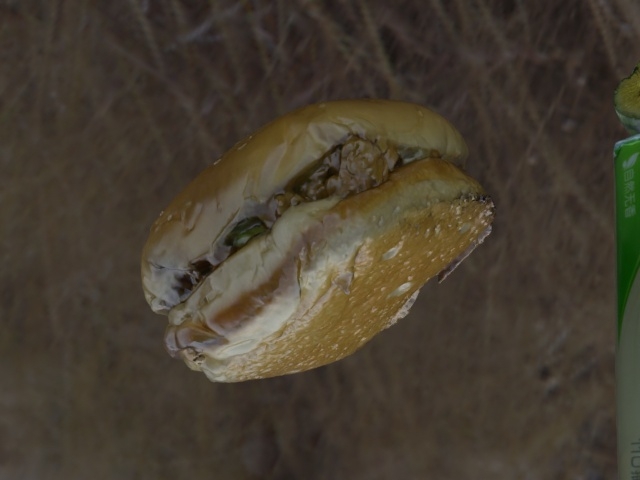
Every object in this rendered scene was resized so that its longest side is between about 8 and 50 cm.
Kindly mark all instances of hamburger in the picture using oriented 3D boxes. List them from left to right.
[{"bbox_3d":[-0.001,0.003,1.540,0.304,0.284,0.174,-36,66,37],"label":"hamburger"}]

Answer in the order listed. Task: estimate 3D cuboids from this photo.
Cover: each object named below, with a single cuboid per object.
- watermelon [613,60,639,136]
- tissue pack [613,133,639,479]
[{"bbox_3d":[0.431,-0.147,1.866,0.204,0.232,0.127,-24,113,6],"label":"watermelon"},{"bbox_3d":[0.420,0.128,1.539,0.205,0.405,0.332,-19,142,35],"label":"tissue pack"}]
